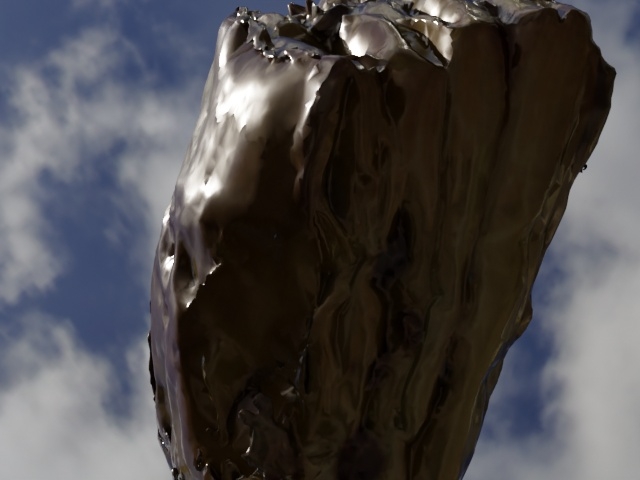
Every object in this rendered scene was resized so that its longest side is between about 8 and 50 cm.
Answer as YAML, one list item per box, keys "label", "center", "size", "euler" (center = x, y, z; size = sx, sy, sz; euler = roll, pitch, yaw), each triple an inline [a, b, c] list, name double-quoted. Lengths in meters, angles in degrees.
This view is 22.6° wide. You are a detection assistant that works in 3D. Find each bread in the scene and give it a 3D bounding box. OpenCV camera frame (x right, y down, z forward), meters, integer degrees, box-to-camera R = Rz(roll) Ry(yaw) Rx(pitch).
- label: "bread"
  center: [0.000, 0.000, 0.848]
  size: [0.167, 0.277, 0.324]
  euler: [20, -83, -17]
